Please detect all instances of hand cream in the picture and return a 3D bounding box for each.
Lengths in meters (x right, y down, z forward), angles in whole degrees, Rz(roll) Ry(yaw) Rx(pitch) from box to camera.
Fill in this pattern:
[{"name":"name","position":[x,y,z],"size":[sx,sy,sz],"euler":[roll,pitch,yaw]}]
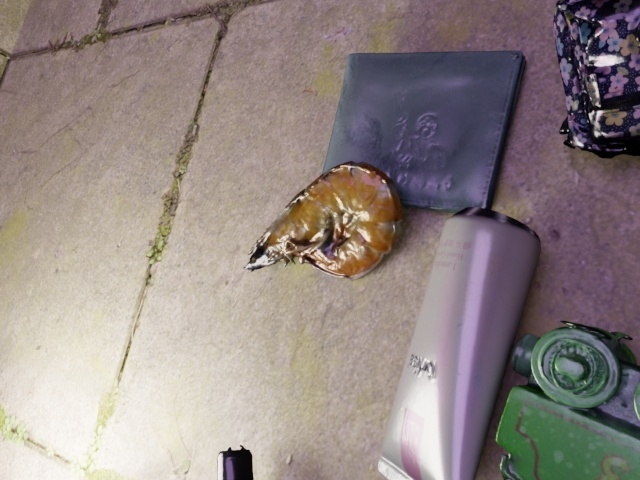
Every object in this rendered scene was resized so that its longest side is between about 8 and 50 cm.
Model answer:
[{"name":"hand cream","position":[0.163,0.141,0.688],"size":[0.185,0.118,0.358],"euler":[4,74,66]}]

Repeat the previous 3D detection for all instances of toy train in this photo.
[{"name":"toy train","position":[0.305,0.192,0.569],"size":[0.243,0.132,0.188],"euler":[20,93,38]}]

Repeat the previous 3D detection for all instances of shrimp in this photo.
[{"name":"shrimp","position":[0.000,0.000,0.878],"size":[0.317,0.062,0.164],"euler":[-33,79,35]}]

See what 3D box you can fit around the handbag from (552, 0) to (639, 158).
[{"name":"handbag","position":[0.379,-0.201,0.628],"size":[0.229,0.127,0.207],"euler":[-10,97,28]}]

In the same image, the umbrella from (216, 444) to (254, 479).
[{"name":"umbrella","position":[-0.108,0.455,0.778],"size":[0.090,0.094,0.326],"euler":[122,146,-65]}]

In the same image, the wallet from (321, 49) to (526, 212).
[{"name":"wallet","position":[0.142,-0.168,0.856],"size":[0.290,0.054,0.251],"euler":[11,84,32]}]
